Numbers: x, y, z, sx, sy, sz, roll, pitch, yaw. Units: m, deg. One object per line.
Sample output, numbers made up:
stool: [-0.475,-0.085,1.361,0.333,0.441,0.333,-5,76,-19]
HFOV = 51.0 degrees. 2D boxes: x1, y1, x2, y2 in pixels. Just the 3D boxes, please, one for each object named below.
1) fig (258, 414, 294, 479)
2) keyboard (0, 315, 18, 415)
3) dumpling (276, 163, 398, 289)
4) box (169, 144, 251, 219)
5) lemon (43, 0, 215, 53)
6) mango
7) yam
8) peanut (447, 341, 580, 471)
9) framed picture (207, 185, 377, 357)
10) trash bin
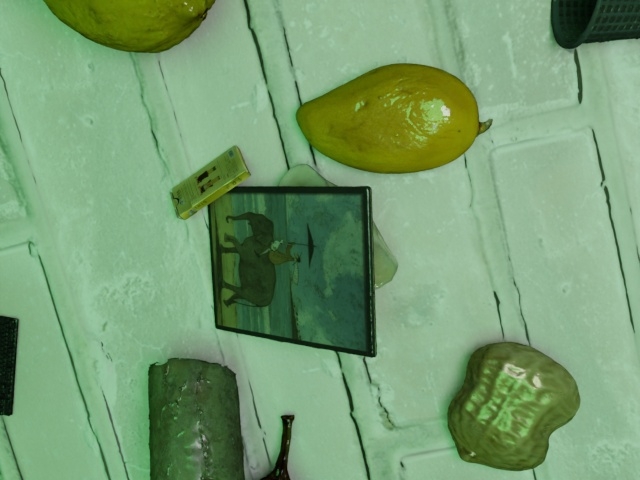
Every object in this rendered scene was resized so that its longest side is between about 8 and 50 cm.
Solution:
fig: [-0.105,0.472,1.190,0.190,0.190,0.290,-14,79,8]
keyboard: [-0.607,0.238,1.271,0.060,0.018,0.195,8,98,7]
dumpling: [0.000,0.000,1.120,0.179,0.131,0.252,-39,89,17]
box: [-0.192,-0.098,1.156,0.149,0.020,0.073,-32,51,9]
lemon: [-0.304,-0.428,1.021,0.322,0.268,0.268,29,100,6]
mango: [0.116,-0.194,1.085,0.316,0.119,0.176,-3,106,11]
yam: [-0.209,0.355,1.123,0.168,0.168,0.304,-11,69,7]
peanut: [0.317,0.288,1.137,0.196,0.110,0.233,27,98,2]
framed picture: [-0.058,0.040,1.099,0.347,0.016,0.265,5,100,37]
trash bin: [0.457,-0.376,1.009,0.161,0.175,0.175,1,98,-5]
